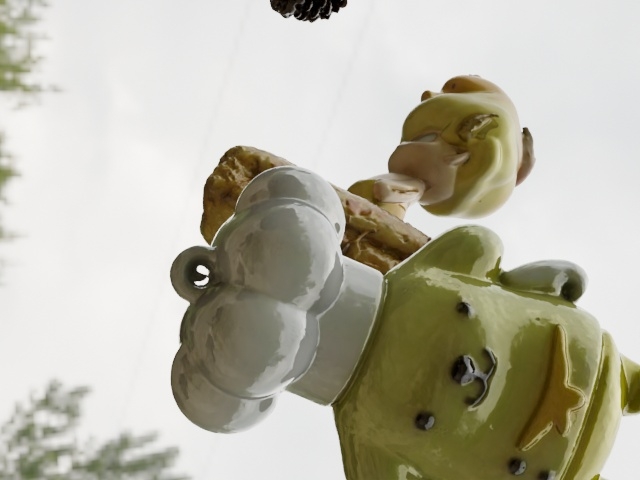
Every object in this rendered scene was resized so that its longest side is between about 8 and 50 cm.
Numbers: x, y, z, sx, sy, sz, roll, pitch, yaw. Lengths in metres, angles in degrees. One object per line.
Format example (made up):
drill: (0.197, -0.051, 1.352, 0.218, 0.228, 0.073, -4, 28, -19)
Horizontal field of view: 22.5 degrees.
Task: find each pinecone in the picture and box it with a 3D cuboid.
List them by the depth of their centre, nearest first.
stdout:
pinecone: (-0.014, -0.251, 1.575, 0.077, 0.083, 0.077, 4, -84, 41)

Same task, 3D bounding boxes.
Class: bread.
bread: (0.000, 0.000, 1.311, 0.083, 0.211, 0.114, -59, 173, -26)

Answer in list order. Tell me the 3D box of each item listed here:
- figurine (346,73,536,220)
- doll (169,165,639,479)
figurine: (0.102, -0.062, 1.470, 0.131, 0.246, 0.156, 57, -29, -5)
doll: (0.027, 0.039, 0.519, 0.062, 0.162, 0.106, 147, -36, -75)
